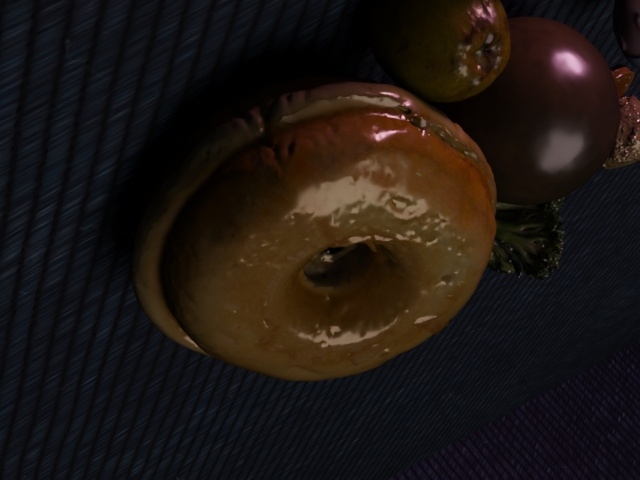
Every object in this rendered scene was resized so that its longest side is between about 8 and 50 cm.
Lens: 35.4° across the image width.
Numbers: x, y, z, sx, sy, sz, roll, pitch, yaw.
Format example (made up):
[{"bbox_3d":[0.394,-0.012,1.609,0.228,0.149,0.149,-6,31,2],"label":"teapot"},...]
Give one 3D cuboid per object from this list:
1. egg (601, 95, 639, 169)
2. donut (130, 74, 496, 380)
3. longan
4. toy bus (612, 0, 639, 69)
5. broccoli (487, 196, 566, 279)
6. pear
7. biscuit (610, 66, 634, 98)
[{"bbox_3d":[0.526,-0.186,1.767,0.140,0.116,0.118,-58,172,27],"label":"egg"},{"bbox_3d":[0.000,0.000,1.177,0.449,0.198,0.449,-14,136,-14],"label":"donut"},{"bbox_3d":[0.261,-0.166,1.304,0.258,0.258,0.258,-31,153,-18],"label":"longan"},{"bbox_3d":[0.517,-0.358,1.319,0.294,0.197,0.232,-7,148,31],"label":"toy bus"},{"bbox_3d":[0.170,-0.055,1.468,0.361,0.252,0.221,12,128,-16],"label":"broccoli"},{"bbox_3d":[0.133,-0.231,1.116,0.149,0.162,0.149,-29,141,-26],"label":"pear"},{"bbox_3d":[0.472,-0.250,1.694,0.140,0.023,0.118,-32,153,-14],"label":"biscuit"}]
